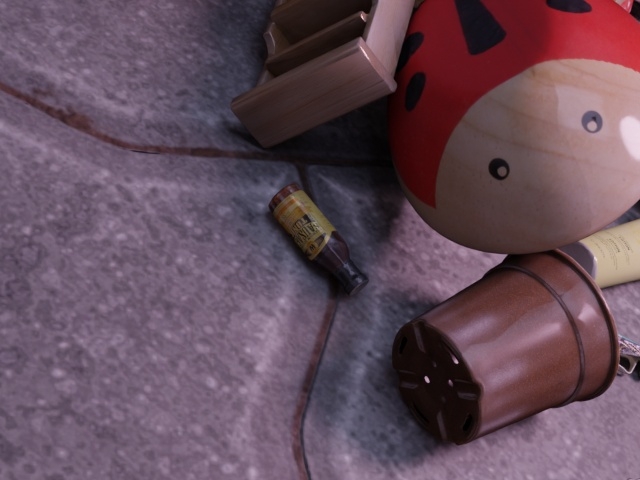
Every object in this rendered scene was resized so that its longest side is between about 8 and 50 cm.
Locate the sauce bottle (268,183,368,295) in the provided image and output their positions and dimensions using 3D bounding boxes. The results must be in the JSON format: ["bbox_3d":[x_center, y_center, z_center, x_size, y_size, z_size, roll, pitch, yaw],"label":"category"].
[{"bbox_3d":[0.000,0.000,1.312,0.042,0.042,0.128,-27,69,-41],"label":"sauce bottle"}]

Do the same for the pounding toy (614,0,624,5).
[{"bbox_3d":[0.283,-0.273,1.631,0.154,0.155,0.269,26,68,39],"label":"pounding toy"}]

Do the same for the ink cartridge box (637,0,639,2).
[{"bbox_3d":[0.505,-0.387,1.852,0.219,0.093,0.160,28,33,-5],"label":"ink cartridge box"}]

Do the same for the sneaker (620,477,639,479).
[{"bbox_3d":[0.328,0.286,1.222,0.162,0.063,0.073,31,46,34],"label":"sneaker"}]

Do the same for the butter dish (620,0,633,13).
[{"bbox_3d":[0.362,-0.335,1.730,0.159,0.118,0.160,28,46,-5],"label":"butter dish"}]

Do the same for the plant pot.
[{"bbox_3d":[0.170,0.109,1.246,0.165,0.167,0.167,-23,68,-31],"label":"plant pot"}]

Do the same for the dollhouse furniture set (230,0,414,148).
[{"bbox_3d":[-0.080,-0.336,1.338,0.394,0.362,0.256,49,37,-29],"label":"dollhouse furniture set"}]

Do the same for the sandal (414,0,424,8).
[{"bbox_3d":[0.144,-0.324,1.642,0.079,0.088,0.240,0,62,15],"label":"sandal"}]

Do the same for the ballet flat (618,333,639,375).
[{"bbox_3d":[0.344,0.129,1.407,0.114,0.041,0.041,16,48,-16],"label":"ballet flat"}]

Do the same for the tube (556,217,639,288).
[{"bbox_3d":[0.358,0.011,1.492,0.240,0.062,0.070,-9,101,-44],"label":"tube"}]

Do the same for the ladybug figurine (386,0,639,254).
[{"bbox_3d":[0.196,-0.163,1.355,0.162,0.305,0.449,55,9,-31],"label":"ladybug figurine"}]
